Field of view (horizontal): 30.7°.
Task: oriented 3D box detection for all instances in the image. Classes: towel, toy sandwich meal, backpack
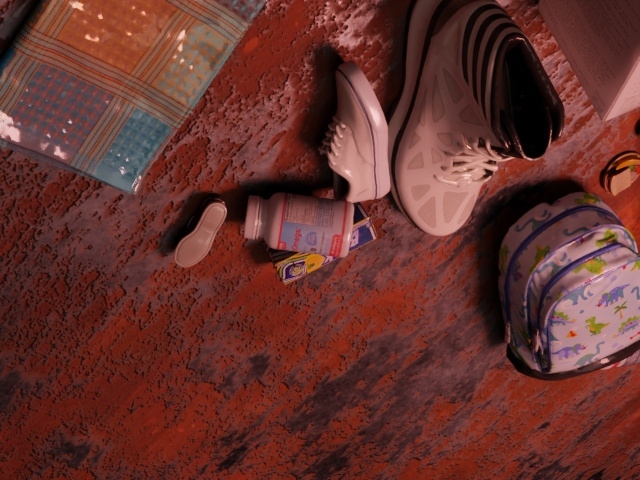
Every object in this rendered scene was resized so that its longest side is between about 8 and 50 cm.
[{"bbox_3d":[-0.261,-0.240,1.528,0.271,0.040,0.370,22,115,-39],"label":"towel"},{"bbox_3d":[0.534,-0.116,2.041,0.086,0.029,0.085,-14,132,-16],"label":"toy sandwich meal"},{"bbox_3d":[0.448,0.080,2.037,0.290,0.273,0.355,-20,122,-2],"label":"backpack"}]

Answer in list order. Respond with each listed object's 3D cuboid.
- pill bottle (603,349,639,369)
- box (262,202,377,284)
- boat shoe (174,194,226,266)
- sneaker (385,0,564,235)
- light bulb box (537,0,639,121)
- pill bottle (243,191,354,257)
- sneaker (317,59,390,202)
[{"bbox_3d":[0.614,0.189,2.284,0.180,0.108,0.108,-7,130,-22],"label":"pill bottle"},{"bbox_3d":[0.000,0.000,1.847,0.169,0.059,0.054,-27,137,-3],"label":"box"},{"bbox_3d":[-0.182,-0.015,1.758,0.046,0.038,0.125,23,114,-18],"label":"boat shoe"},{"bbox_3d":[0.217,-0.137,1.704,0.169,0.257,0.447,-14,132,-17],"label":"sneaker"},{"bbox_3d":[0.523,-0.384,1.575,0.358,0.225,0.361,-24,164,-8],"label":"light bulb box"},{"bbox_3d":[-0.033,-0.026,1.764,0.160,0.087,0.087,7,127,-2],"label":"pill bottle"},{"bbox_3d":[0.045,-0.146,1.723,0.091,0.094,0.258,-25,135,-12],"label":"sneaker"}]
